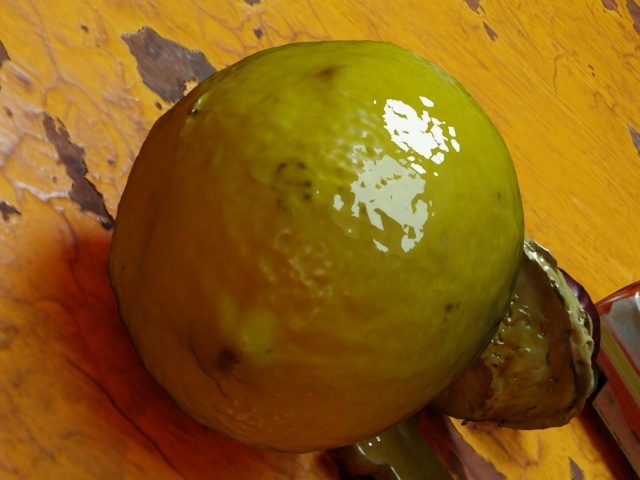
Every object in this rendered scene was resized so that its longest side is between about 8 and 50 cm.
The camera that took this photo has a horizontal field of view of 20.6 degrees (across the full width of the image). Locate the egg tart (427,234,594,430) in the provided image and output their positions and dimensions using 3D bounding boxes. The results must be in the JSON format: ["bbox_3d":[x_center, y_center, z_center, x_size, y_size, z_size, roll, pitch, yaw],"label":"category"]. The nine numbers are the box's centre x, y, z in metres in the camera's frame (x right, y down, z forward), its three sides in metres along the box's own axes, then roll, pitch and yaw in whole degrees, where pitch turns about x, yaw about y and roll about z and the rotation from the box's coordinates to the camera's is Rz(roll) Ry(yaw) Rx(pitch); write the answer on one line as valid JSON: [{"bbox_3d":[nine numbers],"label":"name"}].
[{"bbox_3d":[0.105,0.062,1.291,0.090,0.212,0.212,-41,96,-34],"label":"egg tart"}]

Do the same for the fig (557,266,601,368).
[{"bbox_3d":[0.174,0.081,1.442,0.150,0.128,0.128,32,34,-49],"label":"fig"}]

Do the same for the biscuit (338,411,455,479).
[{"bbox_3d":[0.045,0.143,1.246,0.205,0.031,0.138,56,21,-2],"label":"biscuit"}]

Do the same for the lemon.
[{"bbox_3d":[-0.001,0.001,1.094,0.284,0.260,0.260,-36,92,-35],"label":"lemon"}]

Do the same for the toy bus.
[{"bbox_3d":[0.319,0.161,1.586,0.265,0.120,0.121,58,27,8],"label":"toy bus"}]
